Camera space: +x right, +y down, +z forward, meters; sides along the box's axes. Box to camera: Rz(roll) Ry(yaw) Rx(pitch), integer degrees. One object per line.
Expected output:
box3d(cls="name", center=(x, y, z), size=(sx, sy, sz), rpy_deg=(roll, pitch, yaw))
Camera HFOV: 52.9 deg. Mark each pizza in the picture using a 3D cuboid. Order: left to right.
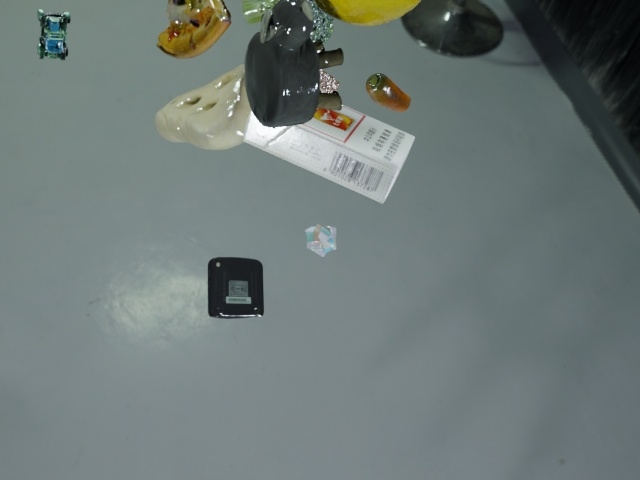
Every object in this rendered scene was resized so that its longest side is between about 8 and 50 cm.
box3d(cls="pizza", center=(-0.192, -0.368, 0.982), size=(0.036, 0.176, 0.184), rpy_deg=(-3, 13, -43))

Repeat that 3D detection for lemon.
box3d(cls="lemon", center=(0.080, -0.466, 1.043), size=(0.235, 0.236, 0.263), rpy_deg=(25, 58, 10))

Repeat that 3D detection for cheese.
box3d(cls="cheese", center=(-0.317, -0.326, 1.770), size=(0.350, 0.130, 0.328), rpy_deg=(-23, 35, 13))

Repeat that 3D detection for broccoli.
box3d(cls="broccoli", center=(-0.105, -0.760, 2.042), size=(0.301, 0.375, 0.249), rpy_deg=(-20, 40, 3))

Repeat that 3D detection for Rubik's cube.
box3d(cls="Rubik's cube", center=(0.002, -0.002, 1.706), size=(0.075, 0.073, 0.084), rpy_deg=(-20, 73, 21))

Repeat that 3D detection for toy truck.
box3d(cls="toy truck", center=(-0.700, -0.529, 1.697), size=(0.080, 0.154, 0.078), rpy_deg=(-5, 57, -28))

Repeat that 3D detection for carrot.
box3d(cls="carrot", center=(0.210, -0.449, 1.992), size=(0.087, 0.193, 0.087), rpy_deg=(-10, 71, 32))

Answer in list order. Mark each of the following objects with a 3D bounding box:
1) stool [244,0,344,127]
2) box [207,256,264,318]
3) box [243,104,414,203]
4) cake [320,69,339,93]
box3d(cls="stool", center=(-0.038, -0.279, 1.056), size=(0.139, 0.228, 0.153), rpy_deg=(-12, 74, -24))
box3d(cls="box", center=(-0.170, 0.095, 1.302), size=(0.126, 0.027, 0.125), rpy_deg=(4, 80, -37))
box3d(cls="box", center=(0.023, -0.221, 1.400), size=(0.330, 0.095, 0.210), rpy_deg=(24, 32, 6))
box3d(cls="cake", center=(-0.051, -0.404, 1.736), size=(0.135, 0.134, 0.147), rpy_deg=(36, 97, 39))
